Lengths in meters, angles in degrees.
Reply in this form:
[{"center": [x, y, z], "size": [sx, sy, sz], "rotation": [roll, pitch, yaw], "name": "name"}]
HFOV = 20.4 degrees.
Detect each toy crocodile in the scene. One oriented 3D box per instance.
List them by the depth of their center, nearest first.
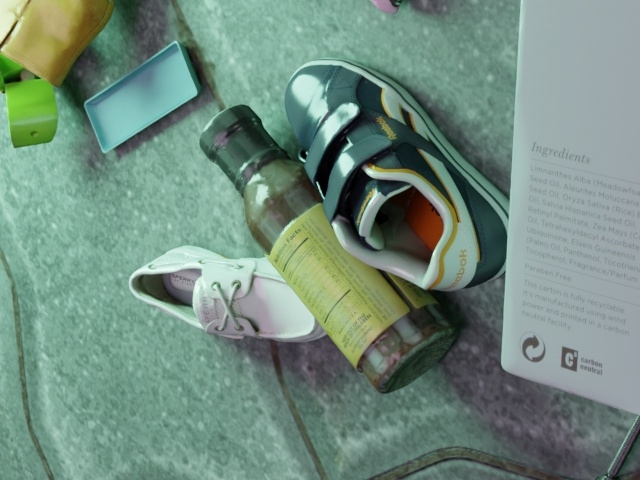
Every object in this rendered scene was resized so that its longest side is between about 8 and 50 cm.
[{"center": [-0.396, -0.273, 2.140], "size": [0.340, 0.115, 0.105], "rotation": [62, 161, 11], "name": "toy crocodile"}]

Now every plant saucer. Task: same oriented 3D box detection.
[{"center": [-0.205, -0.165, 2.057], "size": [0.192, 0.018, 0.067], "rotation": [-27, 84, 46], "name": "plant saucer"}]

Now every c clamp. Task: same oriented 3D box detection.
[{"center": [0.307, 0.202, 1.682], "size": [0.137, 0.022, 0.161], "rotation": [31, 121, 27], "name": "c clamp"}]

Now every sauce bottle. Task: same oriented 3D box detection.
[{"center": [0.000, 0.000, 1.850], "size": [0.344, 0.111, 0.111], "rotation": [52, 132, 21], "name": "sauce bottle"}]

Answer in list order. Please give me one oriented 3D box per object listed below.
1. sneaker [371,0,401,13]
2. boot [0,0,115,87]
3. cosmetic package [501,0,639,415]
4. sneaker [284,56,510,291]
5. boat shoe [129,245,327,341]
[{"center": [0.056, -0.284, 1.760], "size": [0.057, 0.047, 0.119], "rotation": [-40, 78, 28], "name": "sneaker"}, {"center": [-0.356, -0.328, 2.043], "size": [0.295, 0.104, 0.211], "rotation": [40, 99, 20], "name": "boot"}, {"center": [0.286, -0.110, 1.459], "size": [0.161, 0.230, 0.453], "rotation": [16, 114, 39], "name": "cosmetic package"}, {"center": [0.054, -0.071, 1.765], "size": [0.321, 0.127, 0.126], "rotation": [42, 129, 29], "name": "sneaker"}, {"center": [-0.102, 0.068, 1.973], "size": [0.277, 0.096, 0.098], "rotation": [7, 106, 42], "name": "boat shoe"}]
